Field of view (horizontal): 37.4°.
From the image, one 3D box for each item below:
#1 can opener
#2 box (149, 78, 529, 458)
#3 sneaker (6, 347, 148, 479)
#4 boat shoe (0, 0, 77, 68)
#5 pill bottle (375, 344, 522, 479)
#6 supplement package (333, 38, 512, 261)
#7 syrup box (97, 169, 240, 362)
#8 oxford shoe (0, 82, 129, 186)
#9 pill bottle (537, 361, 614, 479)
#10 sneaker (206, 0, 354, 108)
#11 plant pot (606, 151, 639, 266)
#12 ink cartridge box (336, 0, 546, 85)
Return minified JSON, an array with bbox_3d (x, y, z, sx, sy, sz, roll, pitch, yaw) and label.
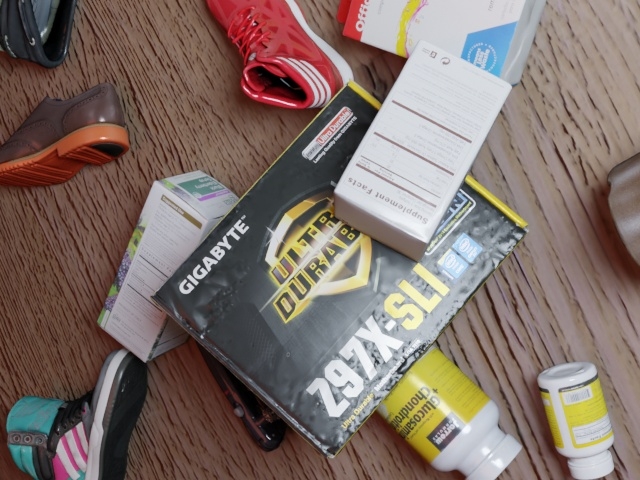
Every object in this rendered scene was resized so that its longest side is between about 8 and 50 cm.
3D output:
[{"bbox_3d":[-0.108,0.196,1.245,0.073,0.059,0.186,-39,83,32],"label":"can opener"},{"bbox_3d":[0.022,0.030,1.014,0.257,0.079,0.322,41,83,8],"label":"box"},{"bbox_3d":[-0.361,0.256,1.374,0.178,0.124,0.295,24,114,12],"label":"sneaker"},{"bbox_3d":[-0.334,-0.369,1.193,0.113,0.127,0.340,36,119,16],"label":"boat shoe"},{"bbox_3d":[0.137,0.196,1.081,0.184,0.103,0.103,43,119,14],"label":"pill bottle"},{"bbox_3d":[0.099,-0.086,0.943,0.105,0.105,0.179,29,81,6],"label":"supplement package"},{"bbox_3d":[-0.194,0.033,1.233,0.096,0.093,0.237,35,117,18],"label":"syrup box"},{"bbox_3d":[-0.373,-0.140,1.306,0.271,0.097,0.098,-14,75,27],"label":"oxford shoe"},{"bbox_3d":[0.279,0.195,1.022,0.065,0.065,0.116,-13,95,31],"label":"pill bottle"},{"bbox_3d":[-0.068,-0.231,1.074,0.221,0.128,0.087,39,117,14],"label":"sneaker"},{"bbox_3d":[0.367,-0.044,0.865,0.165,0.167,0.167,-29,87,40],"label":"plant pot"},{"bbox_3d":[0.113,-0.260,0.994,0.231,0.078,0.134,24,113,23],"label":"ink cartridge box"}]
